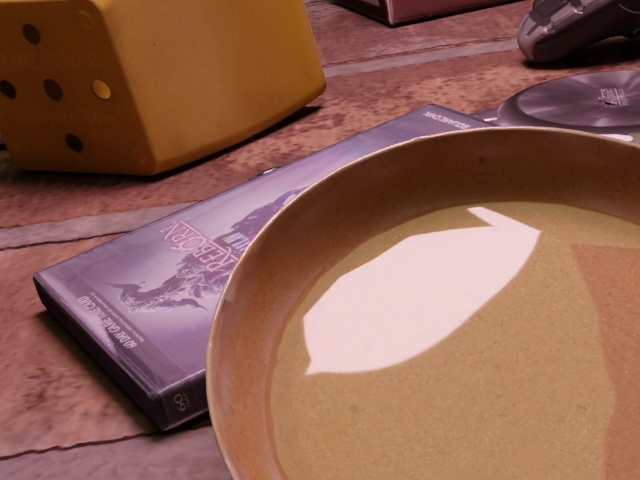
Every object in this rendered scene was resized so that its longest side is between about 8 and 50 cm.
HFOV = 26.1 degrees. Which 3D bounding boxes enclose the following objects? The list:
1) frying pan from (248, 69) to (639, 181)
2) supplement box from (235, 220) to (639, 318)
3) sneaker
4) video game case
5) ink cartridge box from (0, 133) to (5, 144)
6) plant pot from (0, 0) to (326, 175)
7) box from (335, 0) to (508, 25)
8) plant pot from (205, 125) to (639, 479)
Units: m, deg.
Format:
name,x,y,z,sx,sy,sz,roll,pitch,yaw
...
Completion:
name,x,y,z,sx,sy,sz,roll,pitch,yaw
frying pan,0.136,-0.075,0.915,0.326,0.053,0.197,7,24,29
supplement box,0.085,0.029,0.607,0.233,0.078,0.080,-11,18,-7
sneaker,0.292,-0.203,1.130,0.267,0.106,0.101,-28,25,6
video game case,0.000,0.000,0.744,0.274,0.026,0.196,-24,25,-20
ink cartridge box,-0.316,-0.175,1.258,0.272,0.115,0.198,9,26,39
plant pot,-0.150,-0.158,1.050,0.212,0.212,0.187,4,37,31
box,0.208,-0.340,1.461,0.381,0.143,0.191,-13,21,-16
plant pot,0.077,0.050,0.499,0.236,0.032,0.236,-1,47,1
